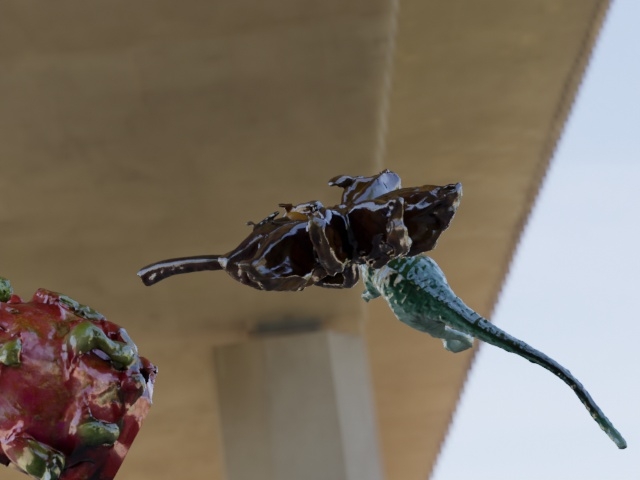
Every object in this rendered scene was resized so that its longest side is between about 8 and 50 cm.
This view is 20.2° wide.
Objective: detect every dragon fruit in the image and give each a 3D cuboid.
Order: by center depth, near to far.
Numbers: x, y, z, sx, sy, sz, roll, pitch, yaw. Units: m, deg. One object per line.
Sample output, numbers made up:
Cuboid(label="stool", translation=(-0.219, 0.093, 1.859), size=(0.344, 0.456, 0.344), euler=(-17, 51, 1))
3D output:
Cuboid(label="dragon fruit", translation=(-0.222, 0.114, 1.403), size=(0.172, 0.166, 0.160), euler=(29, -67, -8))

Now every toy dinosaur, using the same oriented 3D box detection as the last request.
Cuboid(label="toy dinosaur", translation=(0.132, 0.072, 1.695), size=(0.383, 0.076, 0.129), euler=(27, 4, 11))

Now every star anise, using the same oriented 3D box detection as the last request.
Cuboid(label="star anise", translation=(-0.002, -0.002, 1.229), size=(0.177, 0.073, 0.234), euler=(-19, 10, -29))
